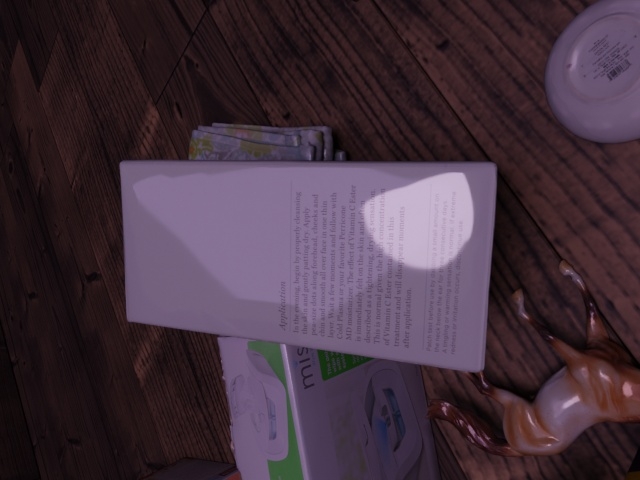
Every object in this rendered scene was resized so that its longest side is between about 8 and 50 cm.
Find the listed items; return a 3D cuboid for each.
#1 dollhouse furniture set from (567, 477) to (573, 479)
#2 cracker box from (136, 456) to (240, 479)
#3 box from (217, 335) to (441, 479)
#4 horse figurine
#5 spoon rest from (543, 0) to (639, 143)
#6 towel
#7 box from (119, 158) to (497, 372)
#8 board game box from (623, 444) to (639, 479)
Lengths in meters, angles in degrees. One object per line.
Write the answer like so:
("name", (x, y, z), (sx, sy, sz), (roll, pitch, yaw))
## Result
("dollhouse furniture set", (0.239, 0.261, 0.460), (0.182, 0.161, 0.101), (-41, 97, -5))
("cracker box", (-0.263, 0.491, 0.904), (0.232, 0.155, 0.067), (-19, 82, 42))
("box", (0.017, 0.217, 0.574), (0.126, 0.231, 0.262), (-13, 85, 42))
("horse figurine", (0.232, 0.150, 0.486), (0.263, 0.066, 0.174), (-51, 56, 30))
("spoon rest", (0.313, -0.190, 0.383), (0.276, 0.084, 0.137), (-41, 65, 51))
("towel", (-0.108, -0.002, 0.766), (0.320, 0.090, 0.375), (17, 105, 43))
("box", (0.000, 0.000, 0.503), (0.345, 0.215, 0.168), (4, 99, 19))
("board game box", (0.333, 0.162, 0.343), (0.170, 0.141, 0.048), (-35, 71, 39))
